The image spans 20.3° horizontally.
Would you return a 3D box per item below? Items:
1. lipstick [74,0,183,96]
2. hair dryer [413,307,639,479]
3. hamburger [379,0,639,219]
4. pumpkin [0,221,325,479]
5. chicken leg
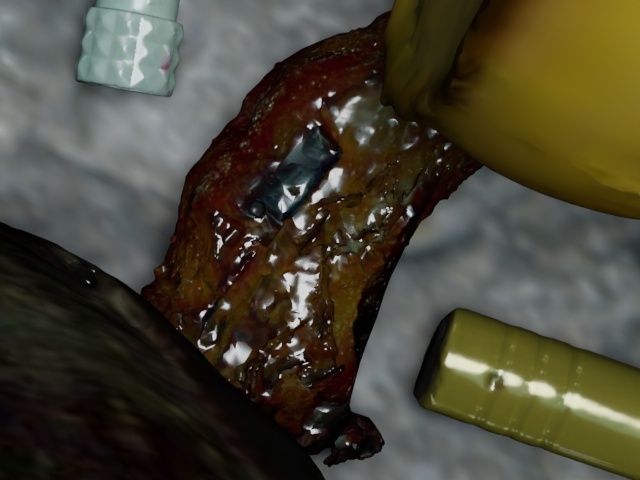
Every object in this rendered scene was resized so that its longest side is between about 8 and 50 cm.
[{"bbox_3d":[-0.059,-0.109,0.628,0.037,0.037,0.116,11,93,-10],"label":"lipstick"},{"bbox_3d":[0.171,0.089,0.653,0.279,0.135,0.090,19,95,-1],"label":"hair dryer"},{"bbox_3d":[0.207,-0.162,0.478,0.277,0.396,0.395,18,96,-7],"label":"hamburger"},{"bbox_3d":[-0.145,0.200,0.458,0.344,0.454,0.454,-23,104,-42],"label":"pumpkin"},{"bbox_3d":[0.000,0.000,0.639,0.105,0.063,0.234,24,94,-16],"label":"chicken leg"}]
